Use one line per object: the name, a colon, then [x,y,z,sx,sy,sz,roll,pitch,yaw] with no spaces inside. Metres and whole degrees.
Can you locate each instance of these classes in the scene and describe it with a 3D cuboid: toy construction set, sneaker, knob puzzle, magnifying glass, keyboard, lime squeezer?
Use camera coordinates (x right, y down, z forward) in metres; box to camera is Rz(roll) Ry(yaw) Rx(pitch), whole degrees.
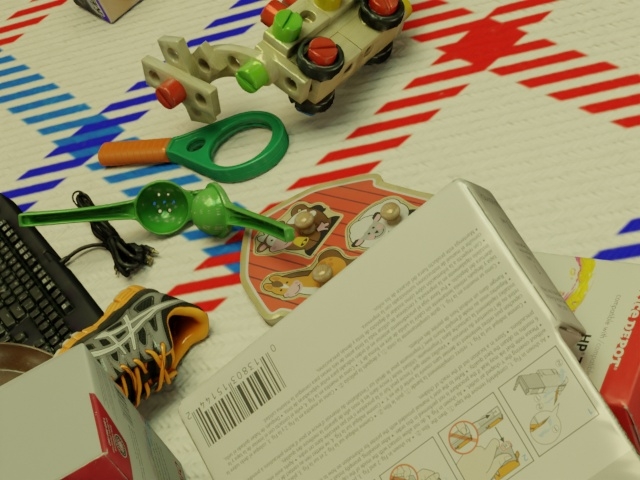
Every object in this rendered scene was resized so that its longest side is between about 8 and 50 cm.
toy construction set: [-0.032,-0.245,1.409,0.215,0.151,0.327,38,72,15]
sneaker: [-0.171,0.110,1.173,0.083,0.084,0.215,6,36,19]
knob puzzle: [0.000,0.000,1.250,0.213,0.030,0.213,-16,42,15]
magnifying glass: [-0.140,-0.098,1.434,0.231,0.026,0.092,0,48,26]
keyboard: [-0.289,0.029,1.379,0.201,0.033,0.317,-37,42,-11]
lime squeezer: [-0.140,-0.031,1.310,0.310,0.110,0.058,4,90,27]

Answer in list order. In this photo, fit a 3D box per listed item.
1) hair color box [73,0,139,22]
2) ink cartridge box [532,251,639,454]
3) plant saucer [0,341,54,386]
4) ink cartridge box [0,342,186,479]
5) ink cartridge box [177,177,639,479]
hair color box: [-0.208,-0.462,1.718,0.339,0.185,0.110,-42,44,-14]
ink cartridge box: [0.197,0.085,1.016,0.231,0.078,0.134,6,52,33]
plant saucer: [-0.287,0.161,1.193,0.168,0.029,0.168,8,41,-7]
ink cartridge box: [-0.187,0.199,1.037,0.127,0.176,0.128,-29,40,2]
ink cartridge box: [0.065,0.145,0.966,0.296,0.066,0.261,-39,63,19]
